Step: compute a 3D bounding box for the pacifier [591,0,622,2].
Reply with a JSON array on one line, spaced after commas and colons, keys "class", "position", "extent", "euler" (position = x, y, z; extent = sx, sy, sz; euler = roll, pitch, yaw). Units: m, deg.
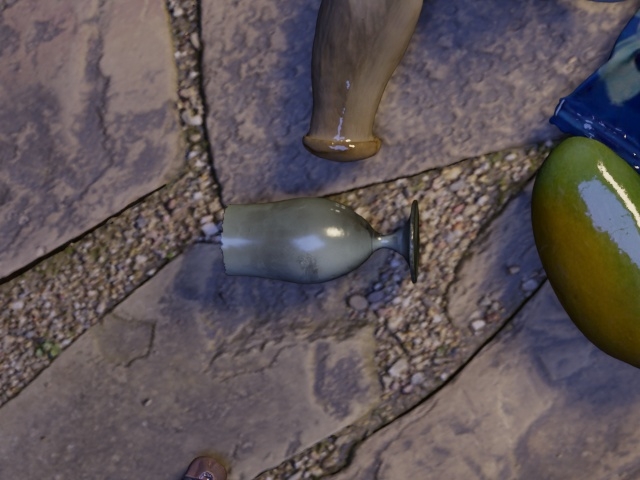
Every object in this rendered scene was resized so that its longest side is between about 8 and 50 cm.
[{"class": "pacifier", "position": [0.209, -0.355, 1.342], "extent": [0.287, 0.238, 0.226], "euler": [26, 70, 14]}]

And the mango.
[{"class": "mango", "position": [0.295, 0.016, 1.413], "extent": [0.251, 0.114, 0.156], "euler": [50, 132, -7]}]

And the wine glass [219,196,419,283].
[{"class": "wine glass", "position": [0.000, 0.000, 1.479], "extent": [0.202, 0.093, 0.093], "euler": [0, 100, 7]}]

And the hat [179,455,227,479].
[{"class": "hat", "position": [-0.131, 0.269, 1.579], "extent": [0.058, 0.042, 0.087], "euler": [26, 137, 7]}]

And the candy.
[{"class": "candy", "position": [0.378, -0.205, 1.388], "extent": [0.187, 0.077, 0.331], "euler": [31, 108, -3]}]

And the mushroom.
[{"class": "mushroom", "position": [0.043, -0.201, 1.436], "extent": [0.108, 0.096, 0.247], "euler": [26, 111, 22]}]
